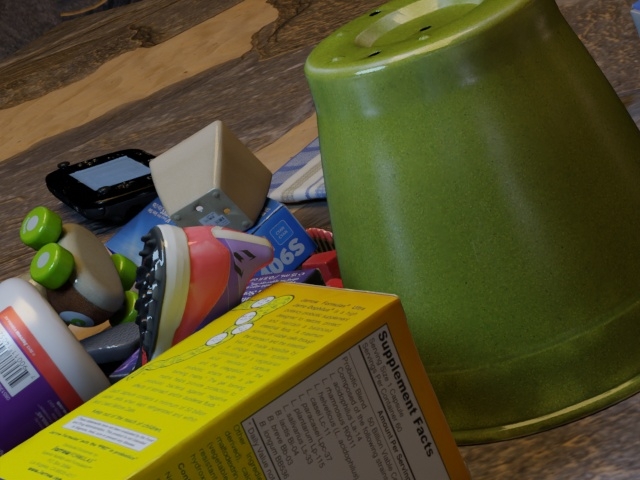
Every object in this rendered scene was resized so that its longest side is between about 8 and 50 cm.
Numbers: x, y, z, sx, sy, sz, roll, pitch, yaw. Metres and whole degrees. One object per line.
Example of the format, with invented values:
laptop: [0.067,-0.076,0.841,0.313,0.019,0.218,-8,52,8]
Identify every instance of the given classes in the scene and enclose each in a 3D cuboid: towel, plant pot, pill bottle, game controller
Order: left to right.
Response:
pill bottle: [-0.378,0.196,1.863,0.323,0.181,0.181,-37,20,-8]
game controller: [-0.321,-0.093,2.856,0.166,0.067,0.319,-27,19,-15]
plant pot: [-0.128,-0.054,2.155,0.109,0.109,0.096,-30,36,21]
towel: [0.051,-0.107,2.515,0.285,0.034,0.209,-6,26,45]
plant pot: [0.155,-0.055,1.730,0.366,0.353,0.366,-20,18,7]

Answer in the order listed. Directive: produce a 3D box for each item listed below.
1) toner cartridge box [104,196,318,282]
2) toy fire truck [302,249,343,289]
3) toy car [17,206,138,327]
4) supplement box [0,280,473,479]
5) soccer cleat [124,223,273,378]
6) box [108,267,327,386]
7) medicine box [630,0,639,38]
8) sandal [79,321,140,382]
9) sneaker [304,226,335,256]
toner cartridge box: [-0.144,0.006,2.293,0.165,0.075,0.348,-44,22,-10]
toy fire truck: [0.039,0.056,2.043,0.192,0.047,0.135,-6,23,40]
toy car: [-0.330,0.082,2.222,0.188,0.155,0.149,-44,38,15]
supplement box: [-0.083,0.205,1.528,0.356,0.194,0.195,-32,20,-29]
soccer cleat: [-0.120,0.124,1.716,0.116,0.318,0.109,-1,35,-17]
box: [-0.090,0.128,1.891,0.153,0.108,0.207,-9,22,34]
medicine box: [0.557,-0.252,2.145,0.289,0.149,0.263,-26,18,-7]
sandal: [-0.287,0.152,2.166,0.254,0.054,0.097,-20,8,40]
sneaker: [0.000,0.000,2.263,0.057,0.047,0.119,-22,15,-39]
